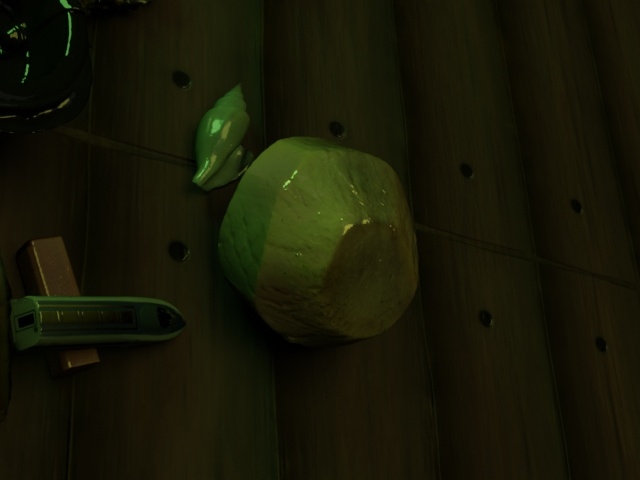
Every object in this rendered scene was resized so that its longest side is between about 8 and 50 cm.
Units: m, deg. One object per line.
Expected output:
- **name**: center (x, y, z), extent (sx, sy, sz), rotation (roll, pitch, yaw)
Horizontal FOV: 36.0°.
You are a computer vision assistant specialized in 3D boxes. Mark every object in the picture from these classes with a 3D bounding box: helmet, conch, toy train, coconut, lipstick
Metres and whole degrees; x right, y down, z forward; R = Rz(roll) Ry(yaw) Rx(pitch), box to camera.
- **helmet**: center (-0.376, -0.203, 1.039), extent (0.230, 0.160, 0.278), rotation (-19, 79, -46)
- **conch**: center (-0.126, -0.131, 1.268), extent (0.065, 0.088, 0.180), rotation (8, 60, 16)
- **toy train**: center (-0.214, 0.083, 1.041), extent (0.252, 0.048, 0.055), rotation (4, 66, -57)
- **coconut**: center (0.000, 0.000, 1.189), extent (0.259, 0.259, 0.259), rotation (17, 58, -30)
- **lipstick**: center (-0.281, 0.070, 1.049), extent (0.045, 0.045, 0.145), rotation (-8, 73, -42)

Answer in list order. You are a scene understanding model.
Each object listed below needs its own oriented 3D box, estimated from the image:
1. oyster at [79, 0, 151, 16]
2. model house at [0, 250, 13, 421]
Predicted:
- **oyster**: center (-0.315, -0.372, 1.227), extent (0.260, 0.092, 0.198), rotation (-16, 81, -49)
- **model house**: center (-0.418, 0.036, 0.898), extent (0.239, 0.173, 0.268), rotation (-9, 60, -31)
